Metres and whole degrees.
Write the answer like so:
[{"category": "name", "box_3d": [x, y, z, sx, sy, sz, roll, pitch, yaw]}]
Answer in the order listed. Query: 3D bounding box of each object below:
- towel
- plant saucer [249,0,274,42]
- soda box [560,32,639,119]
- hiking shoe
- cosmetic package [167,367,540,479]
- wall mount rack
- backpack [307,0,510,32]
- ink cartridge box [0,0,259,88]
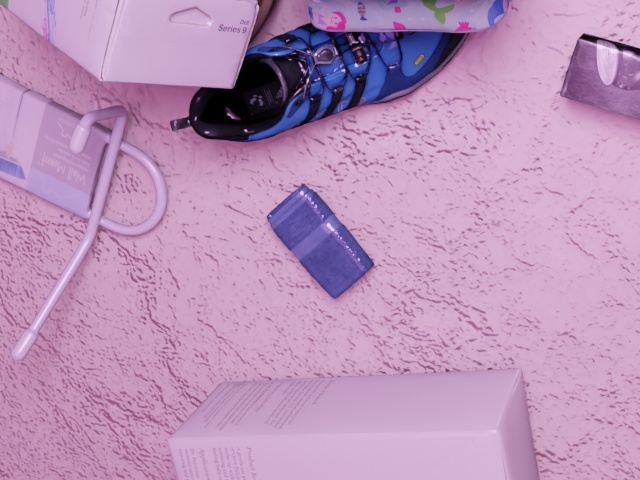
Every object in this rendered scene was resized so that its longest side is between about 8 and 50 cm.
[{"category": "towel", "box_3d": [0.000, 0.000, 1.072, 0.067, 0.029, 0.119, -39, 90, 26]}, {"category": "plant saucer", "box_3d": [-0.164, -0.305, 1.026, 0.278, 0.041, 0.277, 6, 110, 18]}, {"category": "soda box", "box_3d": [0.310, -0.138, 0.903, 0.169, 0.053, 0.060, 19, 112, 13]}, {"category": "hiking shoe", "box_3d": [0.009, -0.164, 0.958, 0.304, 0.132, 0.113, -25, 97, 25]}, {"category": "cosmetic package", "box_3d": [0.043, 0.261, 1.072, 0.366, 0.155, 0.196, -5, 106, 20]}, {"category": "wall mount rack", "box_3d": [-0.365, -0.053, 1.130, 0.350, 0.130, 0.304, 26, 114, 11]}, {"category": "backpack", "box_3d": [0.077, -0.300, 0.832, 0.225, 0.253, 0.191, 5, 146, 21]}, {"category": "ink cartridge box", "box_3d": [-0.185, -0.224, 0.912, 0.212, 0.154, 0.093, 35, 117, 35]}]
